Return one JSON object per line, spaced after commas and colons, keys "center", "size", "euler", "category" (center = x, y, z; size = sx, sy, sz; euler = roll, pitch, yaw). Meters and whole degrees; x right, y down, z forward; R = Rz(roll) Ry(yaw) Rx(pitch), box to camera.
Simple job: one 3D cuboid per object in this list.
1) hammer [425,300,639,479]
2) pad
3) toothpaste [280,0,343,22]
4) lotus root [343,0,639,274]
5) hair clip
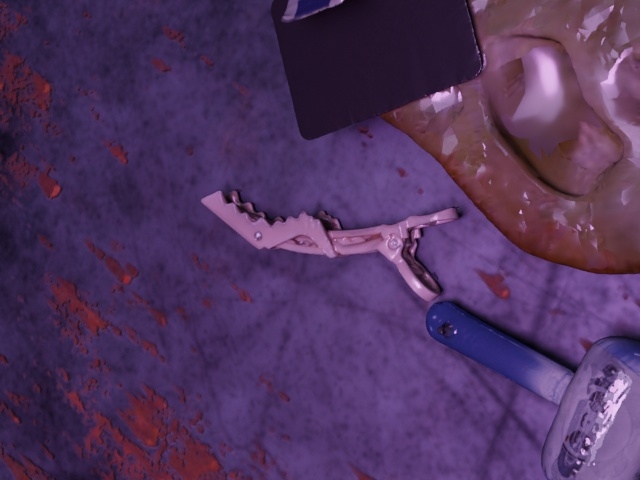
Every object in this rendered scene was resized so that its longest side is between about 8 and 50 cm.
{"center": [0.150, 0.096, 0.804], "size": [0.194, 0.069, 0.116], "euler": [29, 104, 33], "category": "hammer"}
{"center": [0.035, -0.144, 0.802], "size": [0.157, 0.003, 0.112], "euler": [-17, 84, 36], "category": "pad"}
{"center": [0.020, -0.248, 0.827], "size": [0.062, 0.037, 0.216], "euler": [-13, 51, 44], "category": "toothpaste"}
{"center": [0.191, -0.163, 0.755], "size": [0.375, 0.111, 0.390], "euler": [-12, 86, 32], "category": "lotus root"}
{"center": [0.000, 0.000, 0.893], "size": [0.226, 0.034, 0.072], "euler": [6, 94, 28], "category": "hair clip"}
